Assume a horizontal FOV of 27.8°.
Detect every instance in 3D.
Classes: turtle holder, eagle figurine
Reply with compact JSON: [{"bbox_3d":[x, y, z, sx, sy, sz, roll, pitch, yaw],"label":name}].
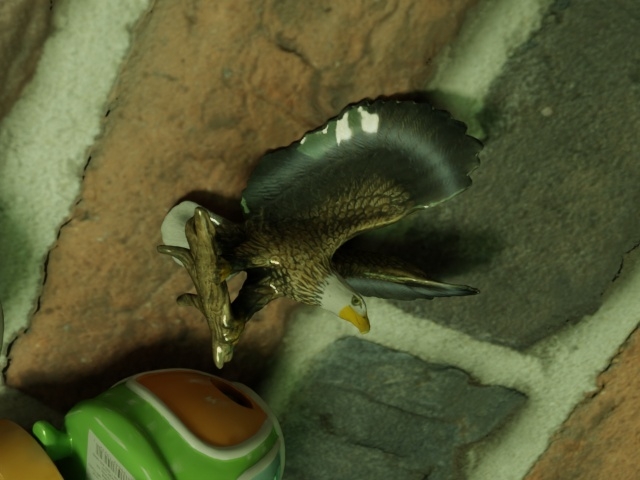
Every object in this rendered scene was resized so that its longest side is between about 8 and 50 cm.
[{"bbox_3d":[-0.153,0.289,1.399,0.227,0.243,0.320,-26,113,-35],"label":"turtle holder"},{"bbox_3d":[0.006,0.009,1.293,0.298,0.225,0.226,-26,175,-26],"label":"eagle figurine"}]

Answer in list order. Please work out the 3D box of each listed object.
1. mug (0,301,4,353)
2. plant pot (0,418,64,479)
[{"bbox_3d":[-0.459,0.105,1.142,0.328,0.374,0.276,24,125,-41],"label":"mug"},{"bbox_3d":[-0.368,0.316,1.330,0.188,0.205,0.205,-26,134,-35],"label":"plant pot"}]
